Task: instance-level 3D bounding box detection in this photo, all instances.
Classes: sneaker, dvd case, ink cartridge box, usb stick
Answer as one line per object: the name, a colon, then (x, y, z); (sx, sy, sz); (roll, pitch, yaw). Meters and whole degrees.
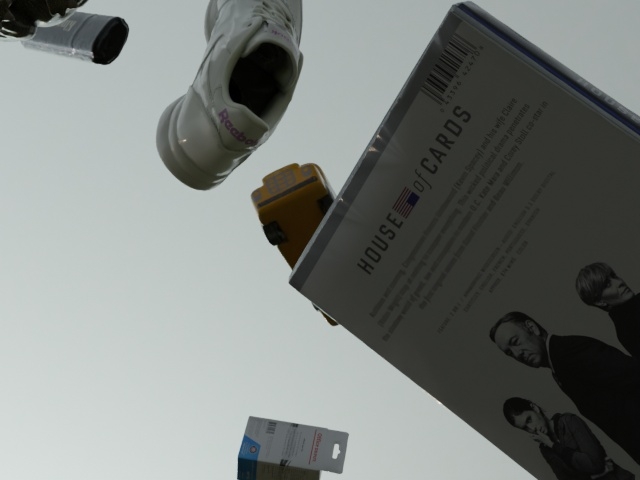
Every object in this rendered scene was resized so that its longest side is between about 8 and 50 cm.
sneaker: (-0.056, -0.185, 1.086); (0.114, 0.305, 0.152); (35, -40, -25)
dvd case: (0.118, 0.025, 0.523); (0.238, 0.029, 0.179); (38, -59, 11)
ink cartridge box: (-0.022, 0.172, 0.868); (0.083, 0.048, 0.028); (9, -54, 4)
usb stick: (-0.374, -0.309, 1.623); (0.045, 0.077, 0.278); (34, -9, -40)

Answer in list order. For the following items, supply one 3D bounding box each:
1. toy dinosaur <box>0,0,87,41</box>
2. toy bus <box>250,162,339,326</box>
toy dinosaur: (-0.287, -0.238, 1.047); (0.313, 0.121, 0.160); (-34, 2, 6)
toy bus: (0.000, 0.000, 1.616); (0.108, 0.130, 0.333); (-25, -41, 6)
